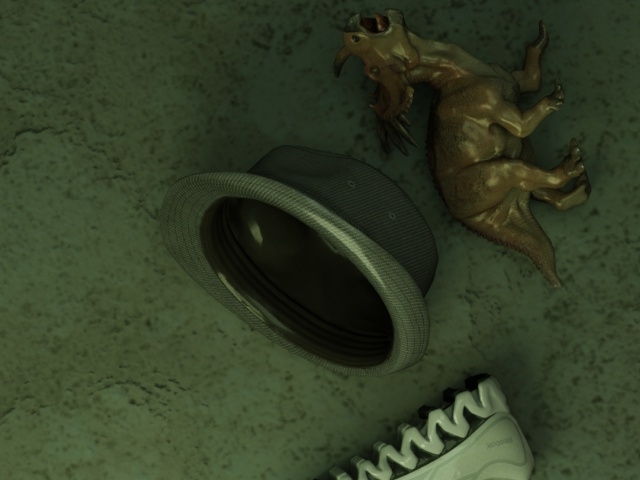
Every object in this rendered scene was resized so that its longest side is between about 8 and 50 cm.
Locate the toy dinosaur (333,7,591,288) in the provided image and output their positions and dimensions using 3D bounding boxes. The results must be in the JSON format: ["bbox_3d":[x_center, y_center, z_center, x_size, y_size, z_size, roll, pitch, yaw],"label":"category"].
[{"bbox_3d":[0.140,-0.090,1.629,0.200,0.127,0.296,-16,95,9],"label":"toy dinosaur"}]

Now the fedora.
[{"bbox_3d":[0.000,0.000,1.597,0.275,0.244,0.124,31,57,9],"label":"fedora"}]

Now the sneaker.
[{"bbox_3d":[0.066,0.245,1.604,0.292,0.110,0.118,-33,91,0],"label":"sneaker"}]
